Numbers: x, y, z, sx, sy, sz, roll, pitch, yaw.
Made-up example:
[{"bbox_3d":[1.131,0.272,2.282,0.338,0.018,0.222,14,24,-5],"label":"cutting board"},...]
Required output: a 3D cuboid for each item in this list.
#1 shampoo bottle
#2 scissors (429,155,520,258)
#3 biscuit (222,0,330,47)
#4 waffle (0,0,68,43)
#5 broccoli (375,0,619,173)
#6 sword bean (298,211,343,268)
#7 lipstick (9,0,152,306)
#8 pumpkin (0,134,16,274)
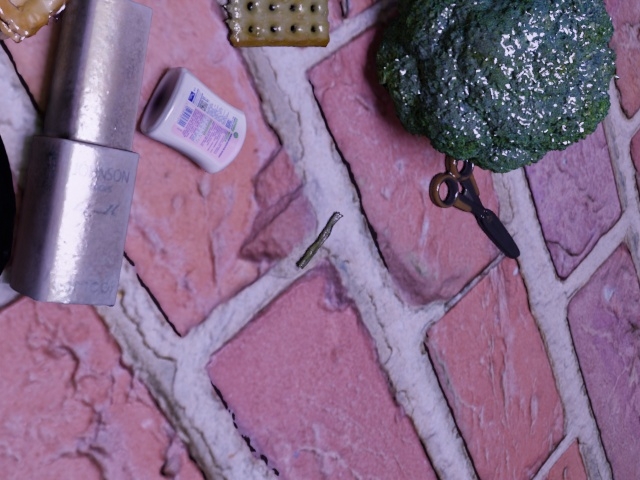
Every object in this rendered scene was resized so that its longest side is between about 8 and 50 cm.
[{"bbox_3d":[-0.113,-0.109,0.768,0.099,0.043,0.072,32,78,-41],"label":"shampoo bottle"},{"bbox_3d":[0.219,-0.036,1.094,0.220,0.017,0.088,44,69,-38],"label":"scissors"},{"bbox_3d":[-0.044,-0.311,0.809,0.139,0.016,0.231,-13,107,-41],"label":"biscuit"},{"bbox_3d":[-0.206,-0.325,0.615,0.308,0.091,0.213,-52,128,-19],"label":"waffle"},{"bbox_3d":[0.201,-0.204,0.918,0.270,0.270,0.269,6,95,-77],"label":"broccoli"},{"bbox_3d":[0.000,0.000,0.911,0.083,0.012,0.012,-54,128,-21],"label":"sword bean"},{"bbox_3d":[-0.197,-0.075,0.677,0.079,0.077,0.252,7,95,-42],"label":"lipstick"},{"bbox_3d":[-0.315,-0.025,0.528,0.233,0.163,0.232,-7,101,-37],"label":"pumpkin"}]
